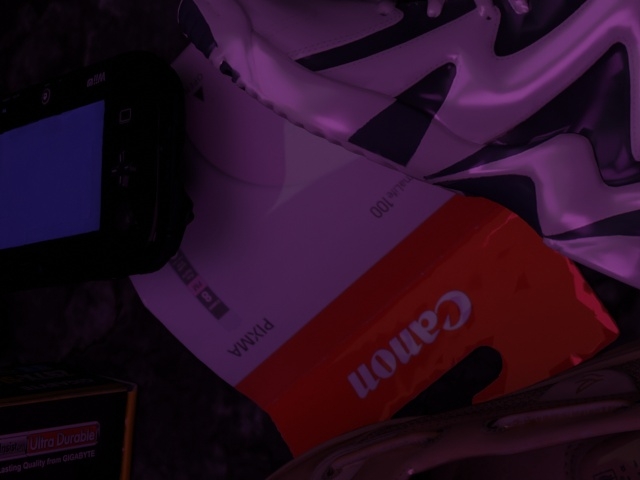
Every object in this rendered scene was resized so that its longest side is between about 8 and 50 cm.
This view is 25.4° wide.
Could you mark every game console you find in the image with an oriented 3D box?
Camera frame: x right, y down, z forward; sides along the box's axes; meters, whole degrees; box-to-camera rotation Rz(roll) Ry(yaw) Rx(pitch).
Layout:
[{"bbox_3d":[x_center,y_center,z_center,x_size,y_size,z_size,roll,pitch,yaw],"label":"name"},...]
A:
[{"bbox_3d":[-0.185,-0.036,0.767,0.361,0.044,0.213,-8,87,48],"label":"game console"}]

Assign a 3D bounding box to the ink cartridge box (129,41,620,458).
[{"bbox_3d":[0.000,0.000,0.673,0.189,0.066,0.232,-43,63,28],"label":"ink cartridge box"}]

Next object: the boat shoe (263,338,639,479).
[{"bbox_3d":[0.040,0.132,0.601,0.341,0.110,0.121,-33,80,30],"label":"boat shoe"}]

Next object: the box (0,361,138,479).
[{"bbox_3d":[-0.233,0.200,0.677,0.079,0.322,0.257,11,96,36],"label":"box"}]

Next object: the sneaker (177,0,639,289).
[{"bbox_3d":[0.074,-0.091,0.566,0.235,0.094,0.153,27,95,7],"label":"sneaker"}]
